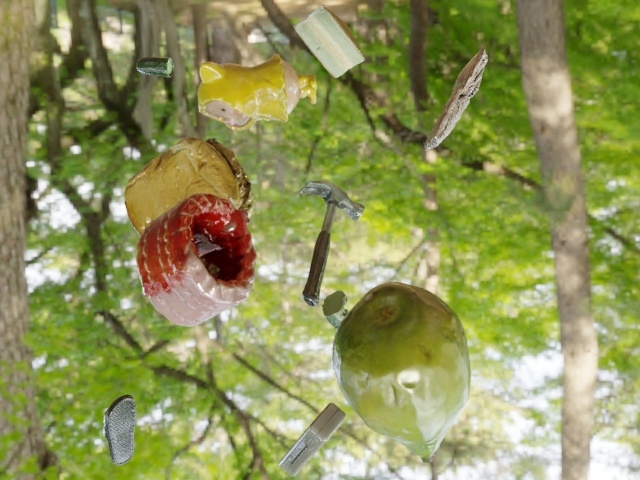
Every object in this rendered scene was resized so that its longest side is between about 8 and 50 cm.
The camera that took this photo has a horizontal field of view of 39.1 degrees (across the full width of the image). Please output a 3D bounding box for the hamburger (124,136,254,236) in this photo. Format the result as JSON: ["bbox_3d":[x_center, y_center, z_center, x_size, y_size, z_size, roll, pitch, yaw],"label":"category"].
[{"bbox_3d":[-0.297,-0.094,2.077,0.283,0.259,0.145,-28,164,14],"label":"hamburger"}]

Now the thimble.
[{"bbox_3d":[-0.189,0.029,1.377,0.125,0.189,0.163,-31,134,33],"label":"thimble"}]

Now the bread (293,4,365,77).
[{"bbox_3d":[0.017,-0.358,1.626,0.074,0.084,0.139,-30,170,14],"label":"bread"}]

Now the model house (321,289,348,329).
[{"bbox_3d":[0.049,0.184,2.302,0.066,0.083,0.078,-20,-141,20],"label":"model house"}]

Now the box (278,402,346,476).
[{"bbox_3d":[-0.021,0.479,2.158,0.055,0.243,0.103,40,-130,8],"label":"box"}]

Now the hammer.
[{"bbox_3d":[0.000,0.000,1.285,0.029,0.103,0.246,-44,-162,36],"label":"hammer"}]

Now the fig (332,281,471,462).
[{"bbox_3d":[0.162,0.224,1.471,0.233,0.314,0.233,-38,-163,14],"label":"fig"}]

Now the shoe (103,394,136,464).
[{"bbox_3d":[-0.378,0.345,1.671,0.062,0.159,0.053,-18,-145,-35],"label":"shoe"}]

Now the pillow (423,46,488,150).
[{"bbox_3d":[0.306,-0.310,2.019,0.049,0.248,0.135,32,169,-4],"label":"pillow"}]

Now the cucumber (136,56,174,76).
[{"bbox_3d":[-0.412,-0.432,2.226,0.105,0.048,0.048,10,-164,21],"label":"cucumber"}]

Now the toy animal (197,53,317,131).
[{"bbox_3d":[-0.122,-0.291,1.744,0.230,0.156,0.156,-1,-168,-4],"label":"toy animal"}]
